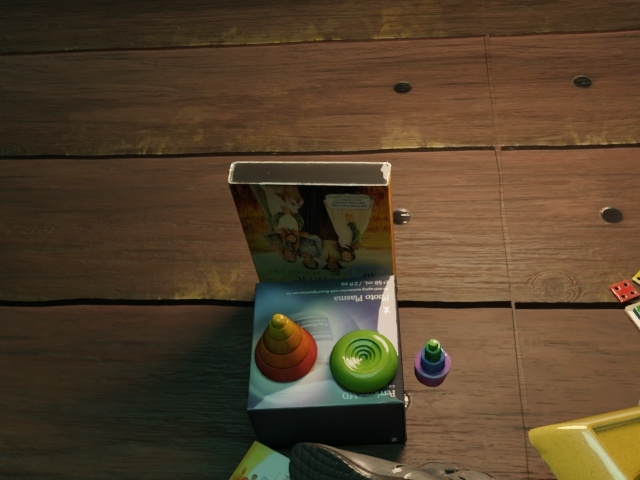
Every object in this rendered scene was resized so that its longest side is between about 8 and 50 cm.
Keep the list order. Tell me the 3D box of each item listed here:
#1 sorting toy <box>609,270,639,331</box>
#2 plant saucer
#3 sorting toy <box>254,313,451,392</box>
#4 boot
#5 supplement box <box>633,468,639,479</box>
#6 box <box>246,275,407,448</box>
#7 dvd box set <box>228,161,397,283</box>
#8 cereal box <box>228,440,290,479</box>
[{"bbox_3d":[0.727,0.156,1.558,0.132,0.046,0.275,-17,50,-7],"label":"sorting toy"},{"bbox_3d":[0.566,0.408,1.245,0.332,0.081,0.333,0,41,-34],"label":"plant saucer"},{"bbox_3d":[0.051,0.186,1.340,0.365,0.126,0.127,5,52,11],"label":"sorting toy"},{"bbox_3d":[0.125,0.435,1.330,0.338,0.222,0.118,11,92,39],"label":"boot"},{"bbox_3d":[0.625,0.321,1.154,0.191,0.194,0.129,-18,53,-46],"label":"supplement box"},{"bbox_3d":[0.018,0.241,1.498,0.296,0.183,0.294,-4,51,5],"label":"box"},{"bbox_3d":[0.000,0.000,1.544,0.307,0.420,0.062,2,54,9],"label":"dvd box set"},{"bbox_3d":[-0.066,0.499,1.377,0.240,0.047,0.173,20,55,23],"label":"cereal box"}]
